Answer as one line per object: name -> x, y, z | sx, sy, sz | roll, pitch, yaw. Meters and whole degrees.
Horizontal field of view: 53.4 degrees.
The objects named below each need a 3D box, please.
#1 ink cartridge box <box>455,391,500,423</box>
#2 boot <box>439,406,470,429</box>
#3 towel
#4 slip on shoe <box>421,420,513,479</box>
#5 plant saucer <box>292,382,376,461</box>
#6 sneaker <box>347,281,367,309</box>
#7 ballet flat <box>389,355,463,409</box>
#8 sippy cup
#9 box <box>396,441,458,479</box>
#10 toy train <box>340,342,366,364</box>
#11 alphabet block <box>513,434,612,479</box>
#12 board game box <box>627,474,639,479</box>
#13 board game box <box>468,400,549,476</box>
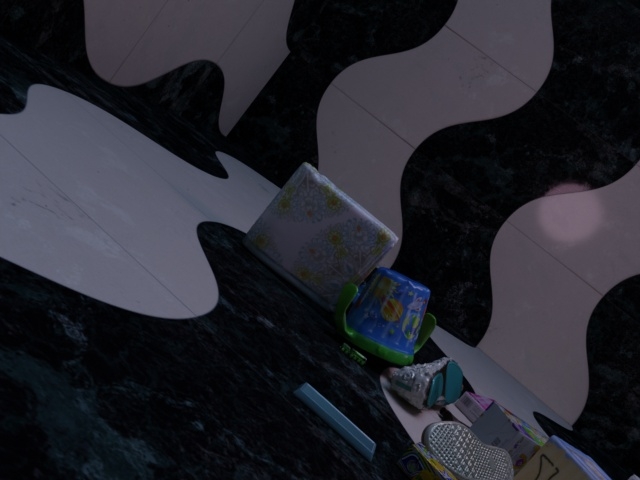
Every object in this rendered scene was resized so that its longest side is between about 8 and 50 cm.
ink cartridge box -> 0.591, 0.604, 2.122 | 0.176, 0.069, 0.371 | 45, 8, 37
boot -> 0.388, 0.521, 1.768 | 0.114, 0.037, 0.106 | 42, 10, -9
towel -> 0.000, 0.000, 1.909 | 0.374, 0.320, 0.090 | 38, 14, -7
slip on shoe -> 0.312, 0.484, 1.407 | 0.331, 0.101, 0.123 | 33, 49, -41
plant saucer -> 0.031, 0.342, 1.217 | 0.192, 0.018, 0.067 | 41, 8, 8
sneaker -> 0.023, 0.136, 2.105 | 0.341, 0.125, 0.139 | 38, -20, 15
ballet flat -> 0.299, 0.390, 1.794 | 0.147, 0.147, 0.409 | 43, 8, 26
sippy cup -> 0.194, 0.203, 1.807 | 0.240, 0.224, 0.305 | 25, 3, 19
box -> 0.231, 0.475, 1.239 | 0.169, 0.054, 0.059 | 42, 8, 25
toy train -> 0.088, 0.300, 1.684 | 0.083, 0.023, 0.017 | 36, 8, -13
alphabet block -> 0.598, 0.626, 1.531 | 0.193, 0.197, 0.192 | 34, 10, -28
board game box -> 0.872, 0.808, 1.655 | 0.097, 0.224, 0.303 | 35, 9, -42
board game box -> 0.544, 0.582, 1.724 | 0.275, 0.144, 0.142 | 36, 8, -23
